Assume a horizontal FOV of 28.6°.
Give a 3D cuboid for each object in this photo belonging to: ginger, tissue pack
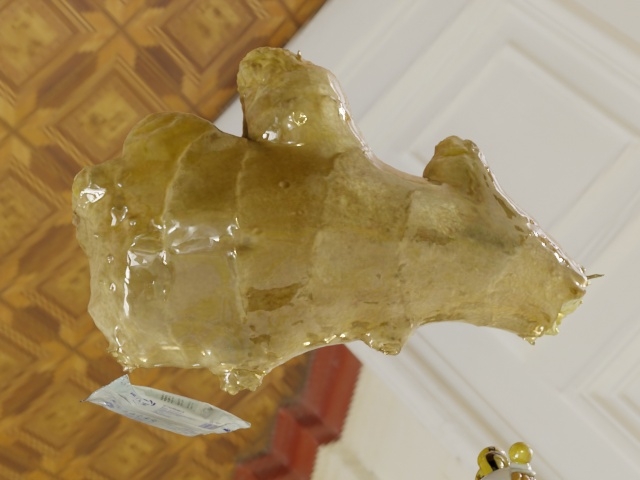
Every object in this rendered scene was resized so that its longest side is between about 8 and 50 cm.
[{"bbox_3d":[0.007,-0.013,0.931,0.375,0.236,0.166,-1,148,-28],"label":"ginger"},{"bbox_3d":[-0.203,0.223,1.638,0.193,0.026,0.122,24,153,-29],"label":"tissue pack"}]

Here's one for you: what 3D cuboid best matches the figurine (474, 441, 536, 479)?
[{"bbox_3d":[0.150,0.208,1.026,0.068,0.143,0.101,0,126,0],"label":"figurine"}]
